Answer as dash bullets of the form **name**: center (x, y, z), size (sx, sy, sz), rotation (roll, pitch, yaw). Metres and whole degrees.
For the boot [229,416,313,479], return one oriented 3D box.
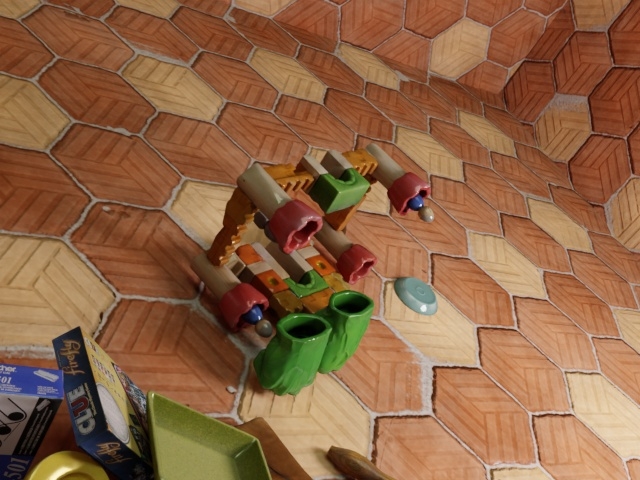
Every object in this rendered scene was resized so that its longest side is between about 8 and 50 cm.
- **boot**: center (-0.093, 0.358, 1.103), size (0.264, 0.096, 0.280), rotation (-8, 40, -48)

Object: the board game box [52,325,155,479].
- **board game box**: center (-0.262, 0.241, 1.041), size (0.165, 0.042, 0.243), rotation (59, -5, 39)

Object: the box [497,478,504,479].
- **box**: center (0.241, 0.474, 1.134), size (0.123, 0.256, 0.128), rotation (21, 34, -24)

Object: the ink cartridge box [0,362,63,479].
- **ink cartridge box**: center (-0.384, 0.229, 0.939), size (0.097, 0.207, 0.046), rotation (14, 37, -30)

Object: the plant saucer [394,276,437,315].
- **plant saucer**: center (0.227, 0.123, 1.833), size (0.119, 0.021, 0.119), rotation (24, 32, -16)

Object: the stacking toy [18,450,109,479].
- **stacking toy**: center (-0.330, 0.426, 0.869), size (0.279, 0.130, 0.309), rotation (59, 34, -9)

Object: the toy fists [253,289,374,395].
- **toy fists**: center (-0.012, 0.185, 1.416), size (0.096, 0.142, 0.279), rotation (29, 27, 25)

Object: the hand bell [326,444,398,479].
- **hand bell**: center (0.120, 0.403, 1.295), size (0.242, 0.126, 0.126), rotation (27, 30, 11)

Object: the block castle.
- **block castle**: center (0.000, 0.000, 1.523), size (0.213, 0.303, 0.453), rotation (47, 34, 19)

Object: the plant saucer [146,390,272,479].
- **plant saucer**: center (-0.148, 0.295, 1.021), size (0.188, 0.045, 0.188), rotation (31, 11, -26)
